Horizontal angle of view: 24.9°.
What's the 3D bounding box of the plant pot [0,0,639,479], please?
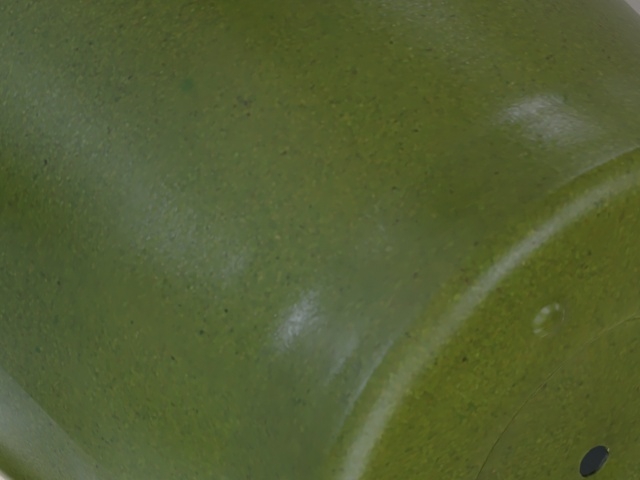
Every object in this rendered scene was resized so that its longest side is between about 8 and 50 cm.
[{"bbox_3d":[0.000,0.000,0.580,0.353,0.366,0.366,39,158,46],"label":"plant pot"}]
